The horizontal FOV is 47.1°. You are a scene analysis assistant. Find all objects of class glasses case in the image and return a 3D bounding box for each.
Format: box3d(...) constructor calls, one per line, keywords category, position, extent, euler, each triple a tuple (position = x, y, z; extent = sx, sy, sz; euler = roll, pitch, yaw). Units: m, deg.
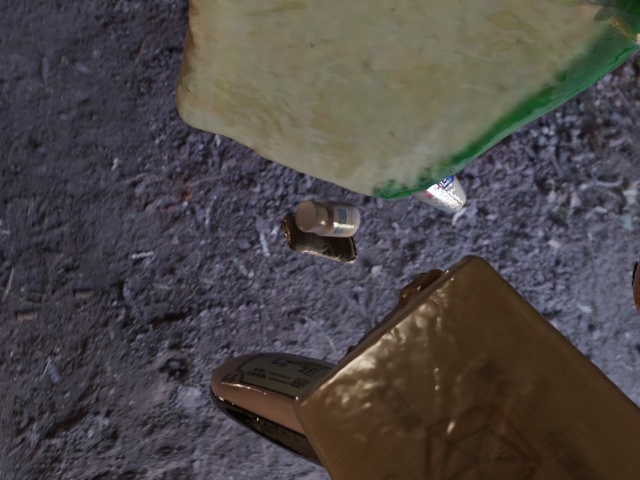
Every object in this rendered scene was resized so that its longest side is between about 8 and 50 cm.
box3d(category="glasses case", position=(0.112, -0.144, 1.140), extent=(0.327, 0.125, 0.076), euler=(35, 96, -36))
box3d(category="glasses case", position=(0.029, 0.179, 0.732), extent=(0.122, 0.314, 0.075), euler=(-12, 113, -57))

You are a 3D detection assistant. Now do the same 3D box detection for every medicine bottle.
box3d(category="medicine bottle", position=(0.011, -0.032, 1.047), extent=(0.089, 0.052, 0.052), euler=(3, 68, -44))

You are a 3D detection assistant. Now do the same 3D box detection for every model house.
box3d(category="model house", position=(0.055, -0.276, 0.641), extent=(0.335, 0.382, 0.342), euler=(21, 66, -11))

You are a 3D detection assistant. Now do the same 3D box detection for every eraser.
box3d(category="eraser", position=(0.130, 0.162, 0.329), extent=(0.144, 0.078, 0.343), euler=(-41, 48, 2))

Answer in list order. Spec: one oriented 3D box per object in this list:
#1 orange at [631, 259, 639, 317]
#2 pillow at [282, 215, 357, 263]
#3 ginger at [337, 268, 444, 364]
box3d(category="orange", position=(0.465, 0.064, 0.821), extent=(0.219, 0.193, 0.219), euler=(18, 20, -7))
box3d(category="pillow", position=(0.000, -0.002, 1.962), extent=(0.211, 0.034, 0.135), euler=(12, 39, -24))
box3d(category="ginger", position=(0.113, 0.187, 1.029), extent=(0.172, 0.165, 0.321), euler=(17, 104, -50))
